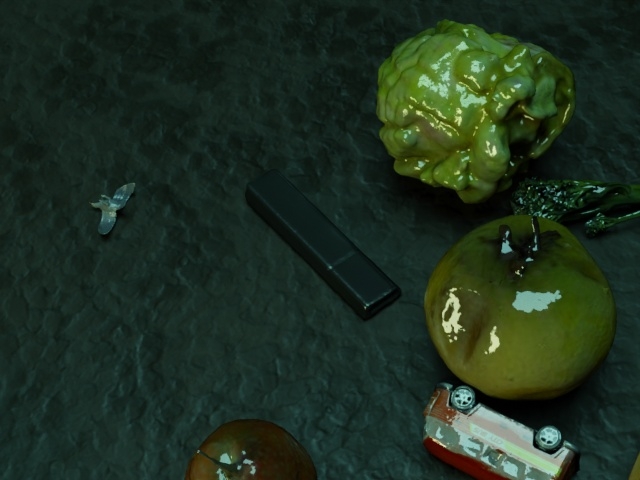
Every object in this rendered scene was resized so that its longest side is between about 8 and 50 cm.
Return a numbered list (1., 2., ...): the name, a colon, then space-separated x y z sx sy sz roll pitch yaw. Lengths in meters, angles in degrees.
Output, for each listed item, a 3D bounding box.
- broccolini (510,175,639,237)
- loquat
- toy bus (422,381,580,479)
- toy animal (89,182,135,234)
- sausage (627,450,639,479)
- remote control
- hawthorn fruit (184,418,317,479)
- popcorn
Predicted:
1. broccolini: 0.423 -0.034 1.599 0.392 0.074 0.079 3 14 7
2. loquat: 0.214 0.075 1.451 0.213 0.213 0.213 -3 55 4
3. toy bus: 0.187 0.220 1.435 0.174 0.079 0.077 24 71 21
4. toy animal: -0.270 -0.044 1.694 0.050 0.028 0.084 22 59 10
5. sausage: 0.401 0.205 1.402 0.112 0.112 0.328 20 59 19
6. remote control: 0.000 0.000 1.638 0.063 0.025 0.245 -34 59 -21
7. hawthorn fruit: -0.068 0.256 1.382 0.149 0.189 0.149 2 80 -11
8. popcorn: 0.183 -0.154 1.612 0.259 0.212 0.259 16 20 -6
